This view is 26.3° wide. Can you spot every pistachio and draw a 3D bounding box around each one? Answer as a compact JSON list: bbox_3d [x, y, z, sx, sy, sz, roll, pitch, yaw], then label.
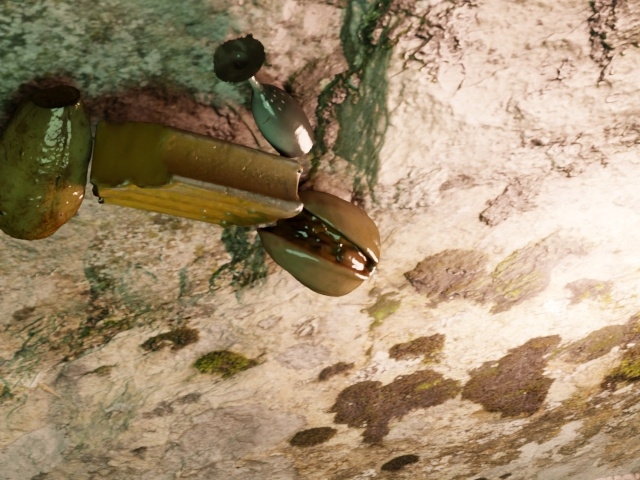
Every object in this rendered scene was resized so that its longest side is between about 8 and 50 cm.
[{"bbox_3d":[0.000,0.000,1.839,0.206,0.131,0.129,32,82,-48],"label":"pistachio"}]

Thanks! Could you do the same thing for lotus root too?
[{"bbox_3d":[-0.320,-0.077,1.553,0.110,0.097,0.258,-7,149,-25],"label":"lotus root"}]

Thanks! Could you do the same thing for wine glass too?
[{"bbox_3d":[-0.058,-0.159,1.570,0.066,0.066,0.198,-21,151,10],"label":"wine glass"}]

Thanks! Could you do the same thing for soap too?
[{"bbox_3d":[-0.163,-0.075,1.596,0.160,0.080,0.258,-8,165,44],"label":"soap"}]

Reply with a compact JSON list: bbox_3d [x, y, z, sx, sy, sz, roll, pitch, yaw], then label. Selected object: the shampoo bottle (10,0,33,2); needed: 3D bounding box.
[{"bbox_3d":[-0.279,-0.298,1.209,0.065,0.065,0.204,-11,152,-9],"label":"shampoo bottle"}]
